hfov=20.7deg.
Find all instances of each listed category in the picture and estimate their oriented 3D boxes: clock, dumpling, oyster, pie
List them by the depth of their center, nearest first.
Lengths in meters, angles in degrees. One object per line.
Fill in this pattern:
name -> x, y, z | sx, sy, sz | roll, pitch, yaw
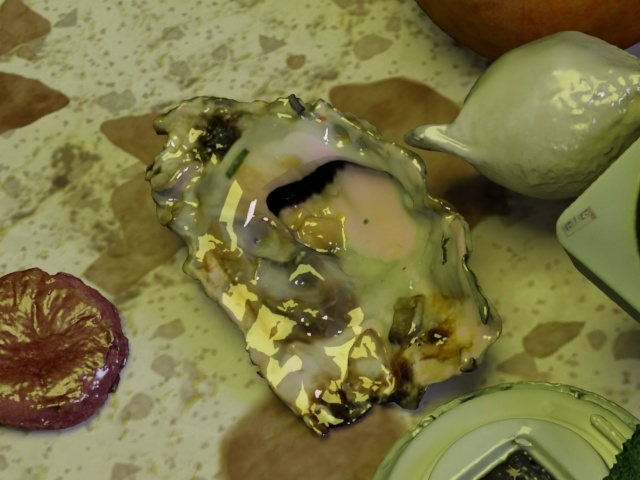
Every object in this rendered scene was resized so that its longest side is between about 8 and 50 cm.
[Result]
clock -> 0.139, 0.191, 1.224 | 0.236, 0.053, 0.236 | -6, 54, 9
dumpling -> 0.190, -0.094, 1.348 | 0.216, 0.166, 0.126 | -40, 77, 13
oyster -> 0.003, -0.001, 1.382 | 0.201, 0.107, 0.354 | -42, 66, 8
pie -> -0.228, 0.086, 1.405 | 0.153, 0.038, 0.154 | -6, 54, 8

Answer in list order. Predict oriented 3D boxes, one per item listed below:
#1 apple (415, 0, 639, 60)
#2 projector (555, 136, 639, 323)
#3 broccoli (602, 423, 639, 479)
apple -> 0.184, -0.308, 1.441 | 0.299, 0.275, 0.299 | -4, 55, 5
projector -> 0.325, -0.017, 1.147 | 0.257, 0.079, 0.259 | -44, 54, -3
broccoli -> 0.262, 0.241, 1.041 | 0.307, 0.308, 0.275 | 26, 29, 29
